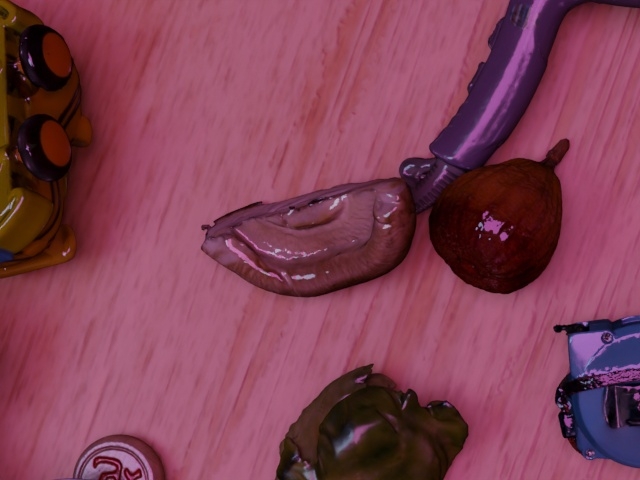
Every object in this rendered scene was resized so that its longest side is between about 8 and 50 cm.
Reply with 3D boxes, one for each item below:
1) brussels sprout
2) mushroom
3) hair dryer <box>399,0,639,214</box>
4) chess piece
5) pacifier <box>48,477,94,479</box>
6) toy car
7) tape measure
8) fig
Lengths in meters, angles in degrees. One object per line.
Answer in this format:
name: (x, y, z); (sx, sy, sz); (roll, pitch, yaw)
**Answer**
brussels sprout: (0.037, 0.195, 1.620); (0.181, 0.100, 0.139); (-41, 101, -6)
mushroom: (0.000, 0.000, 1.638); (0.210, 0.072, 0.094); (-16, 96, 29)
hair dryer: (0.125, -0.182, 1.626); (0.301, 0.121, 0.361); (26, 97, 18)
chess piece: (-0.181, 0.216, 1.679); (0.084, 0.038, 0.083); (0, 88, 8)
pacifier: (-0.226, 0.348, 1.577); (0.238, 0.226, 0.287); (11, 93, -25)
toy car: (-0.285, -0.085, 1.657); (0.200, 0.142, 0.247); (-12, 69, 28)
tape measure: (0.272, 0.128, 1.589); (0.146, 0.081, 0.125); (-6, 97, 9)
fig: (0.168, -0.014, 1.613); (0.119, 0.153, 0.119); (24, 123, 43)
